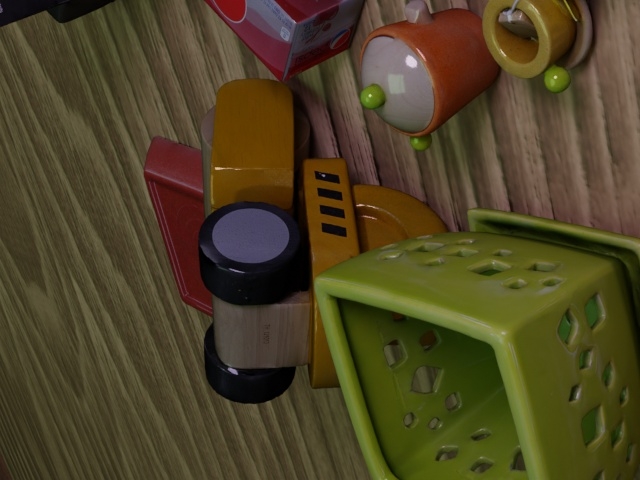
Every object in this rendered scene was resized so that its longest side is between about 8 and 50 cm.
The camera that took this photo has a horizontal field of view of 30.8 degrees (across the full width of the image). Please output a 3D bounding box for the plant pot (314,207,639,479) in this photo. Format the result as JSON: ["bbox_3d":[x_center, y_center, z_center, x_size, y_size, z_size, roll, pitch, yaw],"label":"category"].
[{"bbox_3d":[0.161,0.099,0.960,0.228,0.207,0.227,15,127,52],"label":"plant pot"}]

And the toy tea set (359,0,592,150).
[{"bbox_3d":[0.055,-0.231,0.913,0.336,0.124,0.200,59,150,1],"label":"toy tea set"}]

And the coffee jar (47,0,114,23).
[{"bbox_3d":[-0.329,-0.354,1.417,0.184,0.096,0.079,53,152,13],"label":"coffee jar"}]

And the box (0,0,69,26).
[{"bbox_3d":[-0.272,-0.395,1.150,0.076,0.242,0.307,32,139,39],"label":"box"}]

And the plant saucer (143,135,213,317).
[{"bbox_3d":[-0.132,0.012,1.490,0.258,0.048,0.259,21,133,48],"label":"plant saucer"}]

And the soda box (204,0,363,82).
[{"bbox_3d":[-0.079,-0.277,1.109,0.263,0.092,0.083,48,149,19],"label":"soda box"}]

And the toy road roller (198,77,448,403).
[{"bbox_3d":[0.000,0.000,1.179,0.329,0.240,0.202,-96,6,-45],"label":"toy road roller"}]
